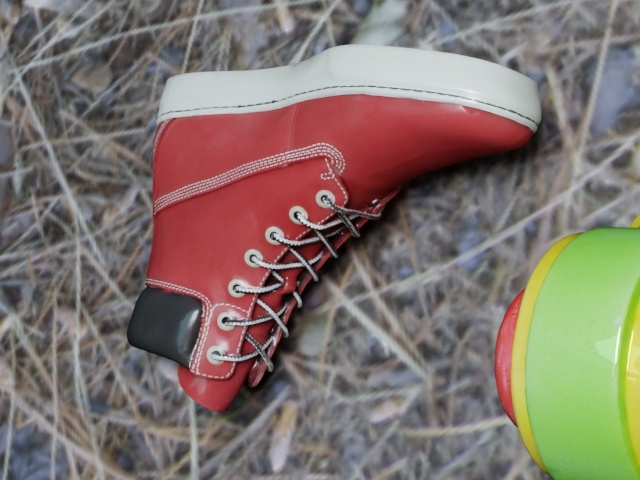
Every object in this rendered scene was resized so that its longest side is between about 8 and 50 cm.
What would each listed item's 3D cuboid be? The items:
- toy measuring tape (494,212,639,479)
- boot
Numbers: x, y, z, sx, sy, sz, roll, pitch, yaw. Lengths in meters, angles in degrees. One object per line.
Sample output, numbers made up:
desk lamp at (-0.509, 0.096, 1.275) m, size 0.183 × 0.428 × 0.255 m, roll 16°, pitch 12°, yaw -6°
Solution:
toy measuring tape at (0.143, -0.009, 0.686) m, size 0.121 × 0.121 × 0.330 m, roll 3°, pitch 76°, yaw 38°
boot at (0.000, 0.000, 0.813) m, size 0.244 × 0.088 × 0.176 m, roll -5°, pitch 71°, yaw 45°
